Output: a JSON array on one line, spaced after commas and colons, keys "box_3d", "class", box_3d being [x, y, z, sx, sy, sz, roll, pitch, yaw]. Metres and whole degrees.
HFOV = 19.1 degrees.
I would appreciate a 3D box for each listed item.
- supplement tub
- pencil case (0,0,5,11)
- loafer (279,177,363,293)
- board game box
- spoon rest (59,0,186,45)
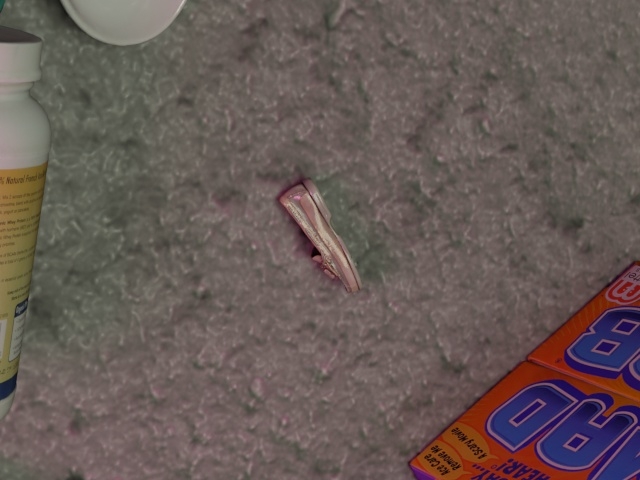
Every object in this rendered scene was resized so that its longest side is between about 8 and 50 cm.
[{"box_3d": [-0.337, -0.020, 1.514, 0.228, 0.228, 0.316, 4, 102, -32], "class": "supplement tub"}, {"box_3d": [-0.283, -0.245, 1.554, 0.070, 0.064, 0.152, -33, 157, -33], "class": "pencil case"}, {"box_3d": [0.000, 0.000, 1.848, 0.039, 0.045, 0.125, -27, 108, -5], "class": "loafer"}, {"box_3d": [0.386, 0.294, 1.960, 0.356, 0.356, 0.356, -39, 118, -18], "class": "board game box"}, {"box_3d": [-0.217, -0.273, 1.624, 0.276, 0.084, 0.137, 36, 82, -31], "class": "spoon rest"}]
